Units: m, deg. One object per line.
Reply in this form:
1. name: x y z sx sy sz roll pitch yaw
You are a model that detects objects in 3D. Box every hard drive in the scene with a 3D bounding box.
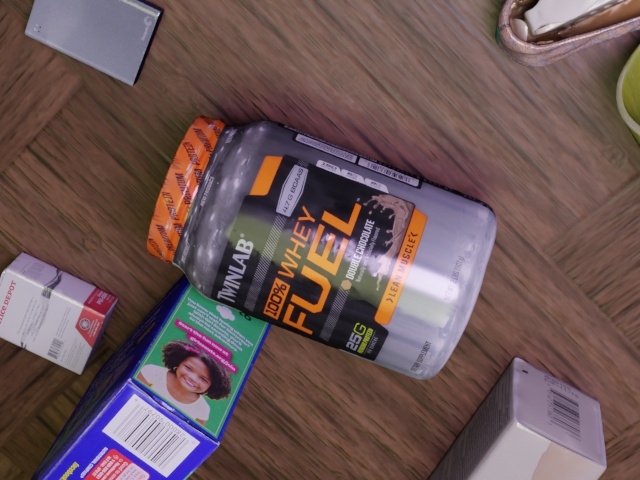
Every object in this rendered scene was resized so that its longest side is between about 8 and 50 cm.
1. hard drive: -0.250 -0.242 1.217 0.135 0.022 0.094 25 116 -2

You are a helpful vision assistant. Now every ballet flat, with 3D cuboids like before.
1. ballet flat: 0.313 -0.253 1.051 0.316 0.106 0.108 -26 79 19

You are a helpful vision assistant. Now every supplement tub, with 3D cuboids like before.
1. supplement tub: 0.000 0.000 1.181 0.338 0.207 0.207 20 116 1

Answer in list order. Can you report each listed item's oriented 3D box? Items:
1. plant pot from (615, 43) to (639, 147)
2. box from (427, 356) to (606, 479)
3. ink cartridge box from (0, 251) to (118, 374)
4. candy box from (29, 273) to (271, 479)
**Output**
1. plant pot: 0.463 -0.065 1.057 0.274 0.275 0.293 -20 124 18
2. box: 0.204 0.313 1.323 0.121 0.148 0.311 28 118 -3
3. ink cartridge box: -0.335 0.090 1.366 0.135 0.056 0.099 26 116 -3
4. candy box: -0.192 0.184 1.239 0.122 0.317 0.268 38 116 -10
